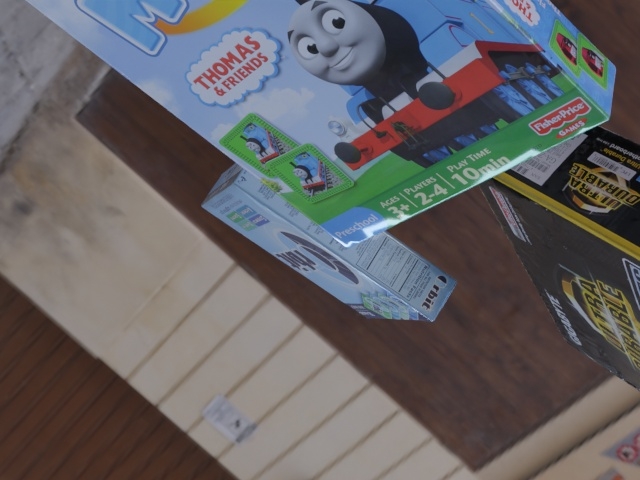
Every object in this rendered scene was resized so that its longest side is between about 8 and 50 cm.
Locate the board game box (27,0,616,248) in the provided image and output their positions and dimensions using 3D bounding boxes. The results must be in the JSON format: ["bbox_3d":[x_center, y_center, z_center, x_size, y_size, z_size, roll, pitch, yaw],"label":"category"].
[{"bbox_3d":[-0.008,-0.092,0.380,0.160,0.211,0.039,-28,-147,45],"label":"board game box"}]

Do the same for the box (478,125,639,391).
[{"bbox_3d":[0.269,0.051,0.694,0.079,0.322,0.257,-49,-131,-7],"label":"box"}]

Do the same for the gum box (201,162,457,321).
[{"bbox_3d":[0.000,0.000,0.739,0.041,0.184,0.157,-57,-169,-12],"label":"gum box"}]
